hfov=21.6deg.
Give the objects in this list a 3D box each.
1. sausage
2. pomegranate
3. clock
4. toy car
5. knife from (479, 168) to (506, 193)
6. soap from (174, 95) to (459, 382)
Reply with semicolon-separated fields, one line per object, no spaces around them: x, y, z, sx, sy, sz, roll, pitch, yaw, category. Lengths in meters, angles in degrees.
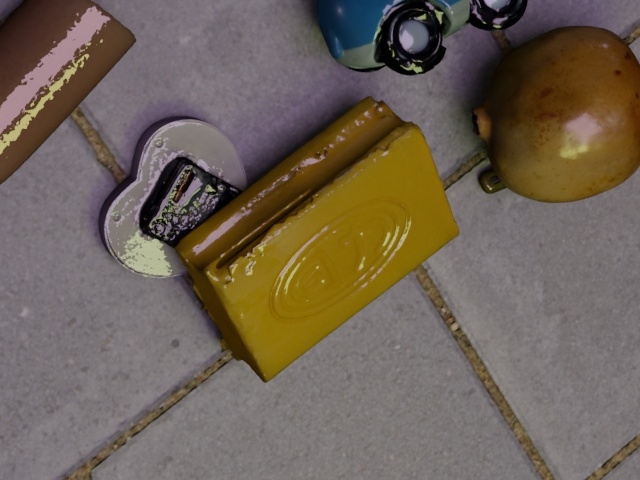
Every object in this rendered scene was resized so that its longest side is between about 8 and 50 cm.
-0.330;-0.169;1.845;0.123;0.123;0.253;43;85;-26;sausage
0.306;-0.153;2.063;0.233;0.233;0.233;-6;105;-22;pomegranate
-0.157;-0.039;1.982;0.172;0.064;0.198;30;91;-25;clock
0.107;-0.306;1.961;0.255;0.188;0.190;-27;104;-14;toy car
0.364;-0.118;2.199;0.343;0.027;0.061;-22;83;-16;knife
-0.001;0.000;2.004;0.324;0.096;0.204;-38;130;-15;soap
